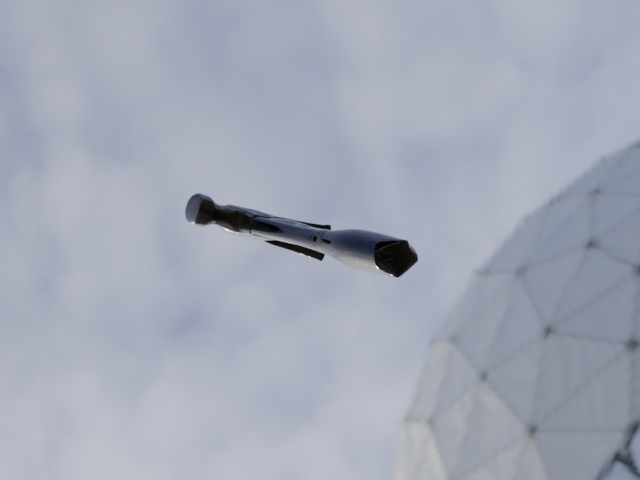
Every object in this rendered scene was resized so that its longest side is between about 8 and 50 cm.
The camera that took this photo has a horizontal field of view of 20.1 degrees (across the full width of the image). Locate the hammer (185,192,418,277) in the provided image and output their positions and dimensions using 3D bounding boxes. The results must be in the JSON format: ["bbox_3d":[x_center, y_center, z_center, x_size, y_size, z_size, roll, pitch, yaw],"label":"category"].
[{"bbox_3d":[0.000,0.000,1.687,0.137,0.290,0.037,14,-91,-34],"label":"hammer"}]
